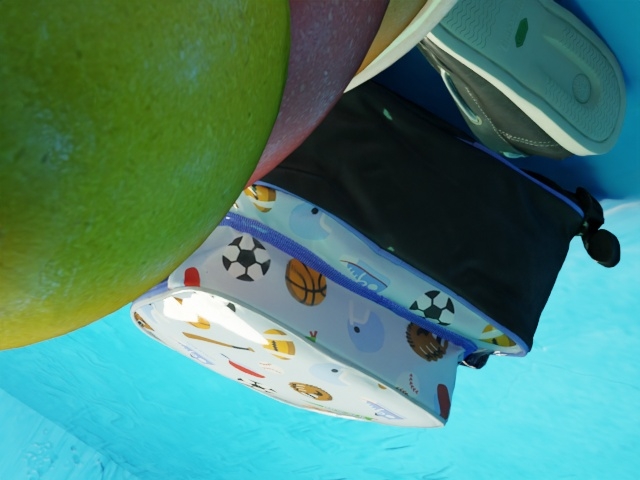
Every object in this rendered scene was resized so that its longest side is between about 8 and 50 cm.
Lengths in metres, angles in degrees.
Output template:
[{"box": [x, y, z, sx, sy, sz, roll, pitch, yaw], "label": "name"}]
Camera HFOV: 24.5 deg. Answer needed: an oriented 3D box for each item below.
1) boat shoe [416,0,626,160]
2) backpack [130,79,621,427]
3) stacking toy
[{"box": [0.065, -0.120, 0.758, 0.079, 0.084, 0.233, 0, 146, 49], "label": "boat shoe"}, {"box": [0.000, 0.000, 0.945, 0.276, 0.213, 0.263, 35, 167, -19], "label": "backpack"}, {"box": [-0.118, -0.084, 0.459, 0.350, 0.480, 0.351, 6, 127, 8], "label": "stacking toy"}]
